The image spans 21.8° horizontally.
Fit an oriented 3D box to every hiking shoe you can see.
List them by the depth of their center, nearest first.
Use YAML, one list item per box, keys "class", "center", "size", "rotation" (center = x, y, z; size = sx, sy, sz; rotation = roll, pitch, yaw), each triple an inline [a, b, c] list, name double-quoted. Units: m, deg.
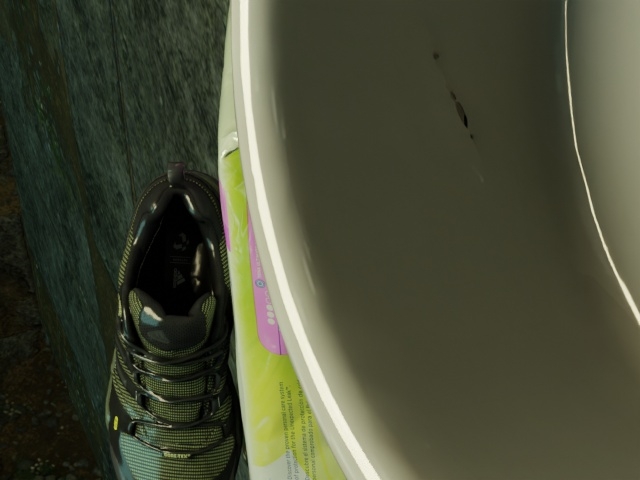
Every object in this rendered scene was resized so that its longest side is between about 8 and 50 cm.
- class: "hiking shoe"
  center: [-0.092, 0.068, 0.971]
  size: [0.114, 0.086, 0.227]
  rotation: [41, -133, -85]

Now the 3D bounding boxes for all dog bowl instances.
- class: "dog bowl"
  center: [0.104, -0.056, 0.321]
  size: [0.348, 0.102, 0.349]
  rotation: [0, 91, 53]

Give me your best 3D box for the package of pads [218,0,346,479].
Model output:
- class: "package of pads"
  center: [0.000, 0.000, 0.993]
  size: [0.229, 0.101, 0.297]
  rotation: [-92, -1, -52]
